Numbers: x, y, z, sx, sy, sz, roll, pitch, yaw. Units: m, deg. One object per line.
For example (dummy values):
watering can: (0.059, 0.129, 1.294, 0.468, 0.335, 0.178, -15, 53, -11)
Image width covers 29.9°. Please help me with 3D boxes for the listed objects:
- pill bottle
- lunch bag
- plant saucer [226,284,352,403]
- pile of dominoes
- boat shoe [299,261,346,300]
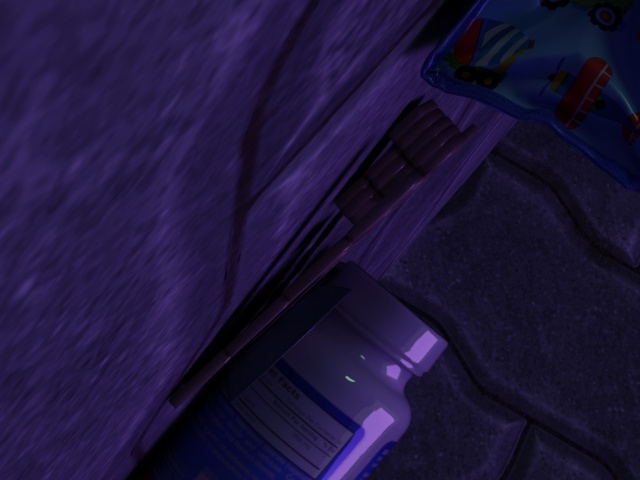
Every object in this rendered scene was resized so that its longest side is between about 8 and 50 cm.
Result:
pill bottle: (-0.020, 0.154, 1.018, 0.272, 0.152, 0.152, -50, 175, 0)
lunch bag: (0.196, -0.199, 0.640, 0.293, 0.138, 0.221, -65, 169, 21)
plant saucer: (-0.028, 0.069, 0.858, 0.119, 0.021, 0.119, -43, 177, -2)
pile of dominoes: (0.000, 0.000, 0.852, 0.251, 0.040, 0.196, -43, 178, 20)
boat shoe: (0.008, 0.064, 1.140, 0.049, 0.056, 0.152, -53, 177, -23)
